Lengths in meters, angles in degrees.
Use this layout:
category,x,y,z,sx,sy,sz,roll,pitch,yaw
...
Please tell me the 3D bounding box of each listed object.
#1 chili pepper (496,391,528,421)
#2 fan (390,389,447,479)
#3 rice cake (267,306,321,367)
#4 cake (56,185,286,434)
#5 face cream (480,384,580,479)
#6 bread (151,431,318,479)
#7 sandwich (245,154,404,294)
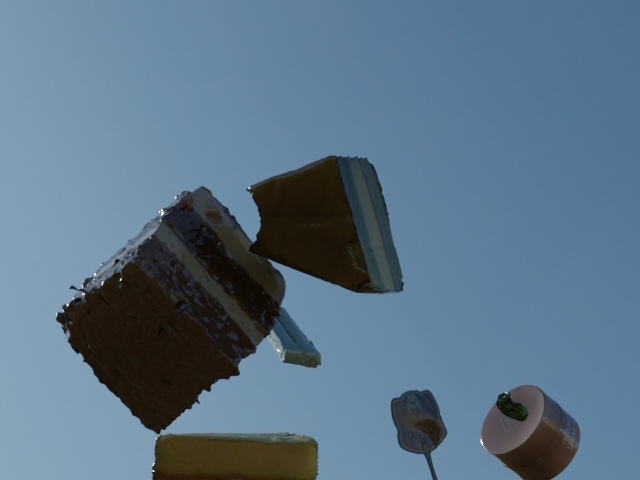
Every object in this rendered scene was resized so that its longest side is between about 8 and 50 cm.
category,x,y,z,sx,sy,sz,roll,pitch,yaw
chili pepper,0.320,0.279,1.956,0.034,0.030,0.091,2,-29,40
fan,0.218,0.423,2.457,0.132,0.220,0.009,-11,-11,-34
rice cake,-0.074,0.193,2.384,0.085,0.226,0.040,10,-72,-26
cake,-0.227,0.106,1.872,0.256,0.290,0.282,-34,-79,36
face cream,0.376,0.347,2.083,0.104,0.149,0.149,41,-49,-23
bread,-0.150,0.426,2.056,0.264,0.167,0.163,4,-6,-25
sandwich,0.000,0.000,1.860,0.198,0.227,0.155,-18,-7,25
